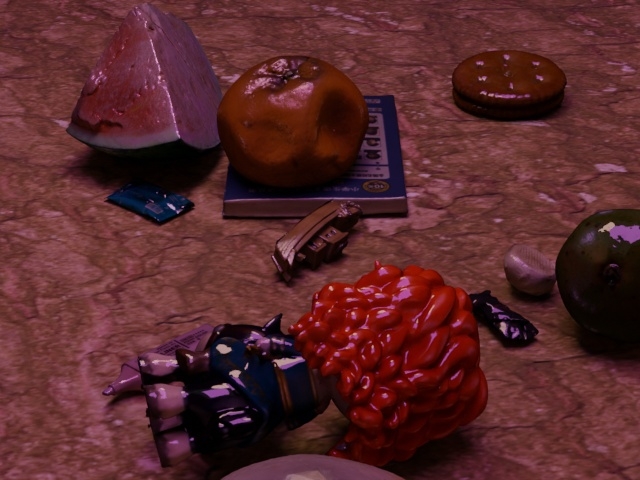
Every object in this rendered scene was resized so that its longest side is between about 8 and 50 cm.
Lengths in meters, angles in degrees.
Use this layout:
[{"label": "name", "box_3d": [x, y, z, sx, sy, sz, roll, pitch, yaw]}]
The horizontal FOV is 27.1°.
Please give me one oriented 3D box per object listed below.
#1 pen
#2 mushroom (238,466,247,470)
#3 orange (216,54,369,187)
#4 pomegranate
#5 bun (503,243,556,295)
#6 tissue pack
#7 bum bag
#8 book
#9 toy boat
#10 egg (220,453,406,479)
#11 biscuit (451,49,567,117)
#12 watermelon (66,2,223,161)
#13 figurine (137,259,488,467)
[{"label": "pen", "box_3d": [-0.208, 0.160, 1.735, 0.053, 0.032, 0.197, 22, 35, 34]}, {"label": "mushroom", "box_3d": [-0.084, 0.290, 1.510, 0.049, 0.019, 0.101, -4, 28, -3]}, {"label": "orange", "box_3d": [-0.051, -0.206, 2.153, 0.249, 0.183, 0.249, 0, 31, 0]}, {"label": "pomegranate", "box_3d": [0.421, 0.048, 1.801, 0.187, 0.187, 0.225, 18, 5, 30]}, {"label": "bun", "box_3d": [0.297, 0.047, 1.904, 0.086, 0.054, 0.086, 24, 26, -12]}, {"label": "tissue pack", "box_3d": [-0.278, -0.069, 2.156, 0.138, 0.028, 0.085, 20, 35, 37]}, {"label": "bum bag", "box_3d": [0.245, 0.103, 1.824, 0.058, 0.034, 0.124, -7, 29, -30]}, {"label": "book", "box_3d": [-0.007, -0.154, 2.287, 0.300, 0.039, 0.428, 0, 29, 1]}, {"label": "toy boat", "box_3d": [0.000, 0.000, 1.994, 0.072, 0.064, 0.206, 31, 40, 16]}, {"label": "egg", "box_3d": [-0.015, 0.313, 1.290, 0.337, 0.201, 0.337, -1, 27, 0]}, {"label": "biscuit", "box_3d": [0.354, -0.292, 2.505, 0.221, 0.066, 0.220, -2, 32, 1]}, {"label": "watermelon", "box_3d": [-0.313, -0.239, 2.310, 0.222, 0.319, 0.292, -26, -15, 11]}, {"label": "figurine", "box_3d": [-0.017, 0.160, 1.571, 0.412, 0.241, 0.306, -10, -1, 19]}]
